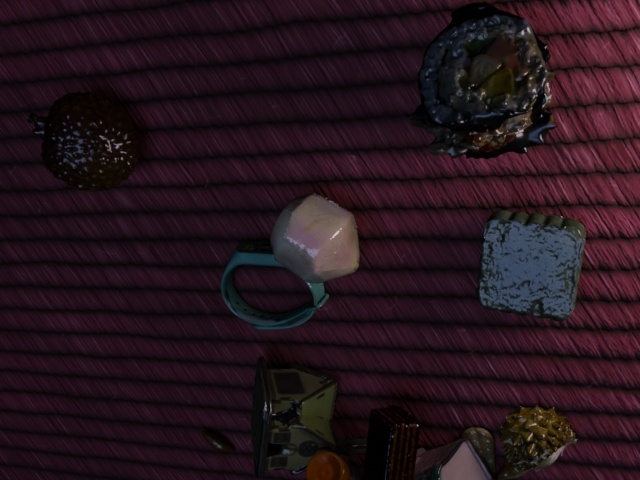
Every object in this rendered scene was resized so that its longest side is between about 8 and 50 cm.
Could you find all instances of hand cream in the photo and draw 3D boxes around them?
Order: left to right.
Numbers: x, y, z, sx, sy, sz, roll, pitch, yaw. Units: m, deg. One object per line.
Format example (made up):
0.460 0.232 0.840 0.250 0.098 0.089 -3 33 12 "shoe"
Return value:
0.064 0.546 1.871 0.139 0.089 0.314 1 150 19 "hand cream"

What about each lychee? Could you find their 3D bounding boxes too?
-0.490 -0.207 1.772 0.238 0.200 0.200 22 120 -6 "lychee"

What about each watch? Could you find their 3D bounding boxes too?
-0.101 0.098 1.819 0.237 0.068 0.195 1 114 23 "watch"

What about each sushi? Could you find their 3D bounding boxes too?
0.282 -0.250 1.449 0.238 0.218 0.225 13 76 31 "sushi"

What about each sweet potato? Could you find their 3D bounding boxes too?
-0.251 0.488 2.073 0.095 0.034 0.034 29 120 5 "sweet potato"

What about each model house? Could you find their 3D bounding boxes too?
-0.009 0.382 1.873 0.278 0.205 0.219 1 118 -11 "model house"
0.240 0.577 1.807 0.237 0.202 0.237 -30 95 39 "model house"

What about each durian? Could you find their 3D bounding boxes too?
0.418 0.436 1.752 0.140 0.078 0.224 31 119 7 "durian"

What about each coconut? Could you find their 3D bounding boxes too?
0.000 0.000 1.683 0.182 0.171 0.171 28 120 7 "coconut"

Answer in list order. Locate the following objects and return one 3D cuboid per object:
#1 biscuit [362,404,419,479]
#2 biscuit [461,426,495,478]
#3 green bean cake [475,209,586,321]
0.132 0.537 1.769 0.073 0.107 0.389 4 98 -23 "biscuit"
0.338 0.461 1.831 0.071 0.018 0.147 3 112 25 "biscuit"
0.388 0.041 1.580 0.183 0.094 0.185 9 115 19 "green bean cake"
